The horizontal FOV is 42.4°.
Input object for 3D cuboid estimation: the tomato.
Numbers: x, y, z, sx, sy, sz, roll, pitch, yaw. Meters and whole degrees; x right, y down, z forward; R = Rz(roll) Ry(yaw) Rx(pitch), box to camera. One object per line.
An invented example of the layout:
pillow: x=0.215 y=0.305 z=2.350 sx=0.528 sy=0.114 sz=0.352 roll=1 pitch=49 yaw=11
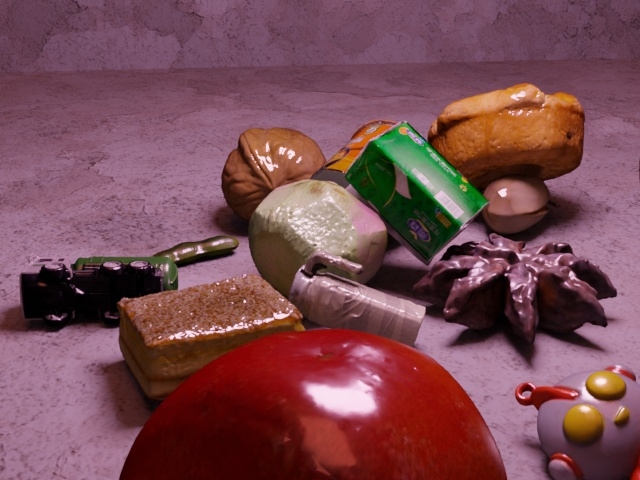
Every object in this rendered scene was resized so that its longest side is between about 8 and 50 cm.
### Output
tomato: x=-0.004 y=0.235 z=0.718 sx=0.325 sy=0.289 sz=0.293 roll=18 pitch=22 yaw=40

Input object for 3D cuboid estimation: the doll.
doll: x=0.373 y=0.230 z=0.940 sx=0.336 sy=0.105 sz=0.200 roll=20 pitch=60 yaw=40

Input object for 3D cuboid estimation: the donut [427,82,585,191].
donut: x=0.381 y=-0.203 z=1.693 sx=0.299 sy=0.150 sz=0.317 roll=0 pitch=-13 yaw=-16

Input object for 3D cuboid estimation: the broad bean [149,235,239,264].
broad bean: x=-0.251 y=0.029 z=1.513 sx=0.227 sy=0.039 sz=0.069 roll=-22 pitch=25 yaw=-40

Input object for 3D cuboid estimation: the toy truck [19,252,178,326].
toy truck: x=-0.355 y=0.071 z=1.341 sx=0.243 sy=0.101 sz=0.125 roll=0 pitch=18 yaw=-8

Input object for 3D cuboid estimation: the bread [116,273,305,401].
bread: x=-0.157 y=0.138 z=1.178 sx=0.234 sy=0.110 sz=0.184 roll=-10 pitch=22 yaw=-26

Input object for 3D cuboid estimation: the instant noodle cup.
instant noodle cup: x=0.094 y=-0.095 z=1.598 sx=0.230 sy=0.230 sz=0.182 roll=17 pitch=38 yaw=34

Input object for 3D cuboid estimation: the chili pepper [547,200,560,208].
chili pepper: x=0.444 y=-0.110 z=1.813 sx=0.050 sy=0.059 sz=0.191 roll=-20 pitch=33 yaw=-32

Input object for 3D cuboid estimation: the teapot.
teapot: x=0.054 y=0.088 z=1.224 sx=0.200 sy=0.107 sz=0.077 roll=20 pitch=17 yaw=5

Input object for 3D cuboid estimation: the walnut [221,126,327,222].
walnut: x=-0.095 y=-0.129 z=1.679 sx=0.228 sy=0.228 sz=0.228 roll=0 pitch=23 yaw=0

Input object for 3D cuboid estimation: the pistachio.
pistachio: x=0.390 y=-0.073 z=1.646 sx=0.185 sy=0.124 sz=0.124 roll=-15 pitch=28 yaw=-34

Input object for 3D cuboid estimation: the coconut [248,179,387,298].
coconut: x=0.000 y=0.000 z=1.376 sx=0.236 sy=0.204 sz=0.236 roll=-10 pitch=21 yaw=4

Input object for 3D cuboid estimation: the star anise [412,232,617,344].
star anise: x=0.312 y=0.066 z=1.330 sx=0.332 sy=0.117 sz=0.331 roll=-4 pitch=19 yaw=1

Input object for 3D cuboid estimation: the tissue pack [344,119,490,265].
tissue pack: x=0.151 y=-0.071 z=1.414 sx=0.209 sy=0.156 sz=0.148 roll=44 pitch=39 yaw=7
